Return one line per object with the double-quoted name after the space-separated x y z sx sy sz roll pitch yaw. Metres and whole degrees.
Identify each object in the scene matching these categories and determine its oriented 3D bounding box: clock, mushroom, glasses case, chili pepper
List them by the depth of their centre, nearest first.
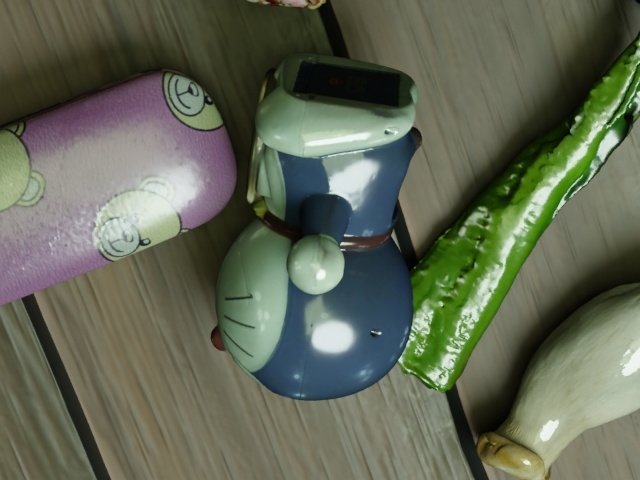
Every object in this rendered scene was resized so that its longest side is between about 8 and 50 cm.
0.000 0.000 1.092 0.147 0.199 0.243 5 111 -3 "clock"
-0.217 -0.026 1.118 0.316 0.076 0.123 -22 103 -1 "glasses case"
0.158 -0.044 1.149 0.085 0.076 0.359 35 105 7 "chili pepper"
0.211 0.109 1.181 0.212 0.097 0.088 -44 113 4 "mushroom"

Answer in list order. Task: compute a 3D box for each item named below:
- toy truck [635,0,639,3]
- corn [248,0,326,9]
0.302 -0.159 1.151 0.088 0.074 0.201 -33 104 11 "toy truck"
-0.107 -0.231 1.079 0.281 0.092 0.092 11 100 -7 "corn"
